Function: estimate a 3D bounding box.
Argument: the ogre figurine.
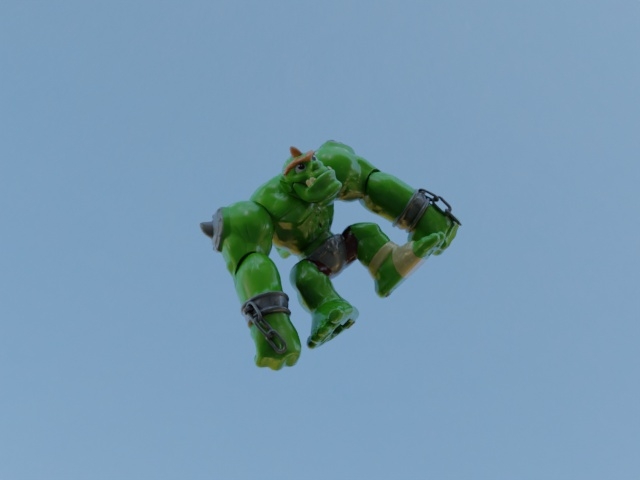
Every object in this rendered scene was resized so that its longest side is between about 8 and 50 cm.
[{"bbox_3d":[0.000,0.000,0.847,0.197,0.097,0.118,-40,-102,-17],"label":"ogre figurine"}]
